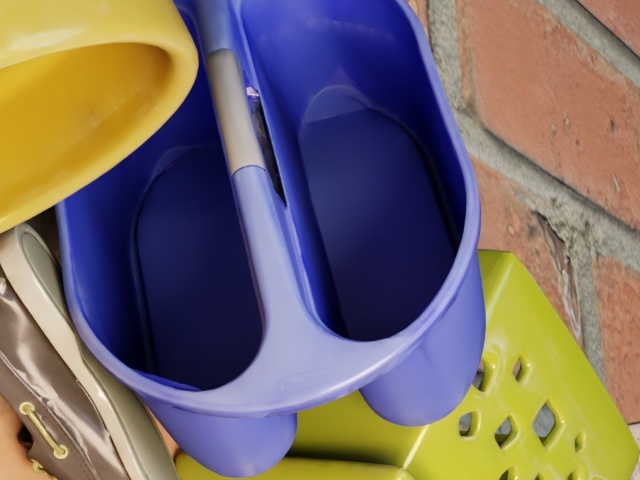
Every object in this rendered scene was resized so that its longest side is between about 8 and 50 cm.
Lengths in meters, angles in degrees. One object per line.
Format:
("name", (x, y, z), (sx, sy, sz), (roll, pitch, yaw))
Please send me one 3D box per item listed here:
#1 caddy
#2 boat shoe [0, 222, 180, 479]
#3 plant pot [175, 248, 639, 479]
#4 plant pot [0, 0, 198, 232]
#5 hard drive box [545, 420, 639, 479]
("caddy", (-0.034, -0.028, 0.899), (0.179, 0.241, 0.341), (71, 3, -53))
("boat shoe", (-0.150, 0.098, 0.882), (0.081, 0.069, 0.228), (-106, 170, -69))
("plant pot", (0.053, 0.154, 1.024), (0.227, 0.228, 0.207), (54, 50, -33))
("plant pot", (-0.223, -0.130, 0.717), (0.254, 0.254, 0.239), (-12, 71, -59))
("hard drive box", (0.206, 0.251, 1.221), (0.089, 0.232, 0.181), (14, 66, -56))
